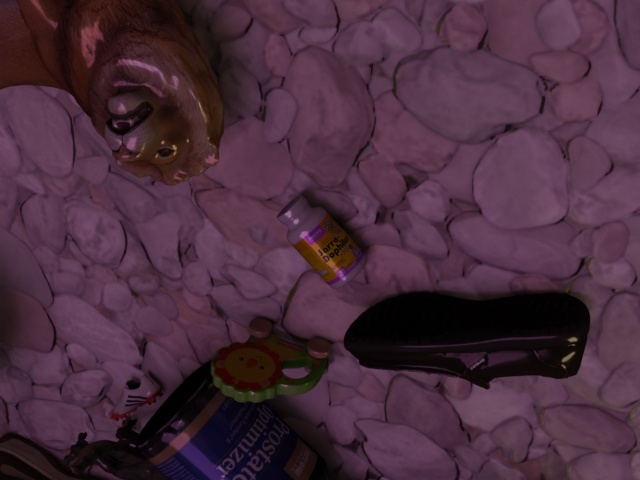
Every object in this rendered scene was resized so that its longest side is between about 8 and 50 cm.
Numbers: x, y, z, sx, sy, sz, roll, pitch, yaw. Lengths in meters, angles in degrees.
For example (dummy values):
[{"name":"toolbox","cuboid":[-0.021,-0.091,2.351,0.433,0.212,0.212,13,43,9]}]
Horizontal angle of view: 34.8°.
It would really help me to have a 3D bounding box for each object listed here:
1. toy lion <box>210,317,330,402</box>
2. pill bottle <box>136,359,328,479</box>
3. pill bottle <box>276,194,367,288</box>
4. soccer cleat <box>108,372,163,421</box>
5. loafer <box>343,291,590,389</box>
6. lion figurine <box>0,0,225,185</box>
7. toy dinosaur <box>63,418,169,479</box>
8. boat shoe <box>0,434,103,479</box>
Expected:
[{"name":"toy lion","cuboid":[-0.050,0.121,0.974,0.100,0.096,0.034,17,127,13]},{"name":"pill bottle","cuboid":[-0.071,0.237,1.046,0.219,0.123,0.123,44,129,-8]},{"name":"pill bottle","cuboid":[0.000,0.000,0.903,0.083,0.043,0.043,47,128,-10]},{"name":"soccer cleat","cuboid":[-0.210,0.173,1.129,0.083,0.029,0.036,-30,97,33]},{"name":"loafer","cuboid":[0.124,0.097,0.886,0.220,0.080,0.078,-2,120,26]},{"name":"lion figurine","cuboid":[-0.258,-0.177,0.866,0.392,0.142,0.240,13,135,34]},{"name":"toy dinosaur","cuboid":[-0.199,0.233,1.094,0.118,0.064,0.268,14,172,36]},{"name":"boat shoe","cuboid":[-0.310,0.339,1.243,0.257,0.095,0.095,23,128,9]}]
